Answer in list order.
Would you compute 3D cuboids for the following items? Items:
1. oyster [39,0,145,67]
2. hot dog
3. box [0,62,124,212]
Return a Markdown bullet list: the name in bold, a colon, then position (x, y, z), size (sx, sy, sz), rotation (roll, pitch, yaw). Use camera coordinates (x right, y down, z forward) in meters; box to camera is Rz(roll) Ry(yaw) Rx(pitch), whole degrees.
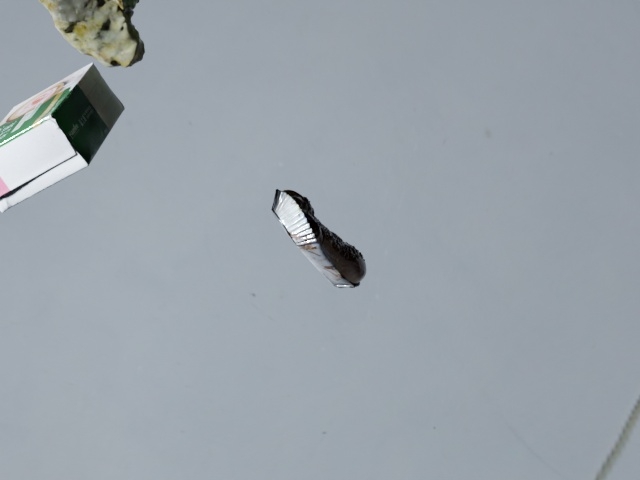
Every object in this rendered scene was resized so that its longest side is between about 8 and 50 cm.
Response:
- **oyster**: position (-0.355, -0.417, 1.525), size (0.166, 0.110, 0.341), rotation (-2, 99, 20)
- **hot dog**: position (0.000, 0.000, 1.413), size (0.059, 0.191, 0.108), rotation (-41, 51, 4)
- **box**: position (-0.339, -0.132, 1.313), size (0.135, 0.199, 0.081), rotation (-26, 111, 15)
